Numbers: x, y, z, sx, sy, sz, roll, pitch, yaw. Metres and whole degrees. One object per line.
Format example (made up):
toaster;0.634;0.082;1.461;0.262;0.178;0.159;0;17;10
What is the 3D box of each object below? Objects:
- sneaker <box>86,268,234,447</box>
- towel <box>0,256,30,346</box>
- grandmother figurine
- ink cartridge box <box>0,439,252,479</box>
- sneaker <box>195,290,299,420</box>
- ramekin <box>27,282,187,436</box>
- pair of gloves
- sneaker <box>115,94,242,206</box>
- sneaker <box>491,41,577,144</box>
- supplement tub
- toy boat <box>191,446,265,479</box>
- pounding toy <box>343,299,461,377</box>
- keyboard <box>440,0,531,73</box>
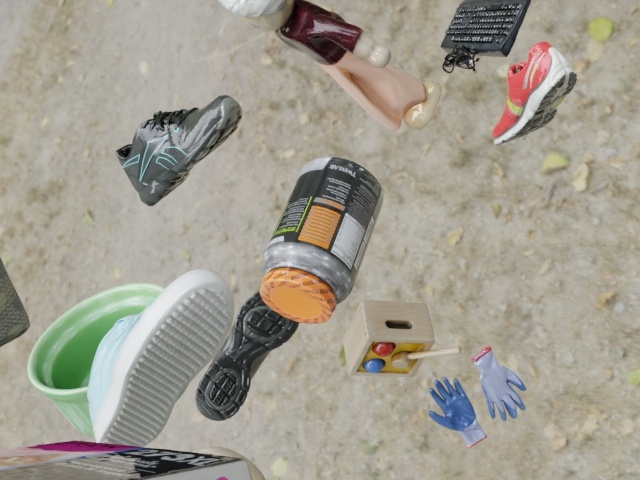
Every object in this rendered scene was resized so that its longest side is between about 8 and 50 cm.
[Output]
sneaker;-0.249;0.144;1.122;0.366;0.135;0.150;-53;52;30
towel;-0.265;-0.004;0.183;0.056;0.312;0.324;17;45;39
grandmother figurine;0.013;-0.253;1.044;0.207;0.342;0.104;15;81;53
ink cartridge box;-0.176;0.169;0.494;0.175;0.370;0.069;-5;79;34
sneaker;-0.137;0.193;1.479;0.286;0.109;0.130;-52;6;-12
ramekin;-0.392;0.234;1.562;0.303;0.148;0.303;-15;33;10
pair of gloves;0.314;0.319;1.622;0.198;0.159;0.023;-32;3;-6
sneaker;-0.217;-0.144;1.178;0.267;0.106;0.101;-33;9;42
sneaker;0.400;-0.285;1.559;0.118;0.107;0.279;61;159;16
supplement tub;0.000;0.000;0.994;0.117;0.117;0.190;-18;40;46
toy boat;-0.225;0.546;1.502;0.267;0.148;0.318;10;64;52
pounding toy;0.124;0.162;1.258;0.130;0.141;0.100;111;158;-47
keyboard;0.183;-0.253;0.975;0.192;0.038;0.100;-133;61;-72
